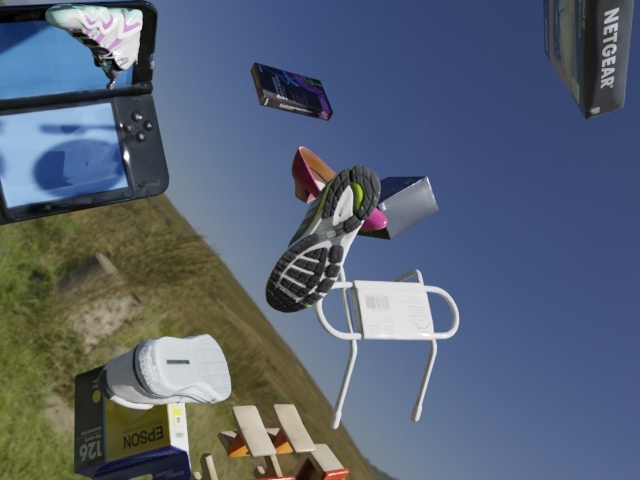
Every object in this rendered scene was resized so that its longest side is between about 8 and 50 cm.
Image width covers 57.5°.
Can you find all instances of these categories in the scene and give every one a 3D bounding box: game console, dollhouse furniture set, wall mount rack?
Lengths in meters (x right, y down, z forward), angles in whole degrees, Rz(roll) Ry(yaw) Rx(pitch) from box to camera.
[{"bbox_3d":[-0.347,-0.157,0.762,0.173,0.293,0.250,12,-66,63],"label":"game console"},{"bbox_3d":[-0.074,0.409,0.940,0.259,0.262,0.135,11,26,-37],"label":"dollhouse furniture set"},{"bbox_3d":[0.120,0.203,1.162,0.130,0.350,0.304,-37,-126,52],"label":"wall mount rack"}]

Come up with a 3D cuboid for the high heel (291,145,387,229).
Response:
[{"bbox_3d":[0.038,-0.109,1.217,0.244,0.082,0.117,31,-44,34],"label":"high heel"}]

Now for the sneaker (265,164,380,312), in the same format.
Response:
[{"bbox_3d":[0.000,0.000,1.068,0.111,0.300,0.121,36,-3,-11],"label":"sneaker"}]

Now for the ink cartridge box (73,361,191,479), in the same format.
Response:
[{"bbox_3d":[-0.430,0.416,1.302,0.072,0.303,0.307,31,42,-54],"label":"ink cartridge box"}]

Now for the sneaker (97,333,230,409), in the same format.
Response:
[{"bbox_3d":[-0.194,0.172,0.763,0.258,0.091,0.094,54,21,-68],"label":"sneaker"}]

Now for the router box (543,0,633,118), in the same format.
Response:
[{"bbox_3d":[0.517,-0.435,1.149,0.309,0.081,0.243,60,16,-49],"label":"router box"}]

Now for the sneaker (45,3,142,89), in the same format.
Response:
[{"bbox_3d":[-0.188,-0.164,0.500,0.038,0.098,0.069,15,-67,24],"label":"sneaker"}]

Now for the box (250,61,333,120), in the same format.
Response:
[{"bbox_3d":[-0.061,-0.313,1.228,0.029,0.162,0.116,-57,-141,41],"label":"box"}]

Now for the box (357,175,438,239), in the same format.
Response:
[{"bbox_3d":[0.161,-0.080,1.375,0.158,0.156,0.093,10,-54,60],"label":"box"}]
